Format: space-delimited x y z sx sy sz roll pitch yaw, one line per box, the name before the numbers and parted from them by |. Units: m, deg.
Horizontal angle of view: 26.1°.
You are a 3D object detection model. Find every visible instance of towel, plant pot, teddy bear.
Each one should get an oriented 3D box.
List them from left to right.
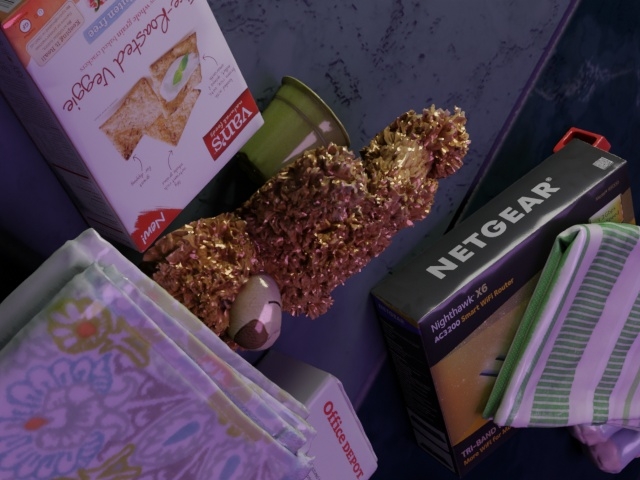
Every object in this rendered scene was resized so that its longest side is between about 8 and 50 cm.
towel | -0.205 0.202 1.039 0.374 0.090 0.320 -46 135 -4
plant pot | -0.031 -0.084 1.187 0.079 0.083 0.083 -45 137 -12
teddy bear | 0.000 0.000 1.179 0.338 0.113 0.245 -25 167 -48
towel | 0.330 0.102 1.530 0.325 0.038 0.248 8 107 -43

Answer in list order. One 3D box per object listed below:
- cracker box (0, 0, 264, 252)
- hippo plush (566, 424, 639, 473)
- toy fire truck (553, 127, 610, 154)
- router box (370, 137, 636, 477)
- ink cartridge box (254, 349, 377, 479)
cracker box | -0.148 -0.126 1.027 0.156 0.067 0.232 -50 139 -23
hippo plush | 0.484 0.212 1.804 0.294 0.236 0.234 -25 124 -42
toy fire truck | 0.287 -0.019 1.615 0.192 0.047 0.135 -58 139 -12
router box | 0.216 0.073 1.500 0.309 0.081 0.243 -36 131 -20
ink cartridge box | -0.056 0.228 1.281 0.208 0.087 0.153 -47 136 -25
